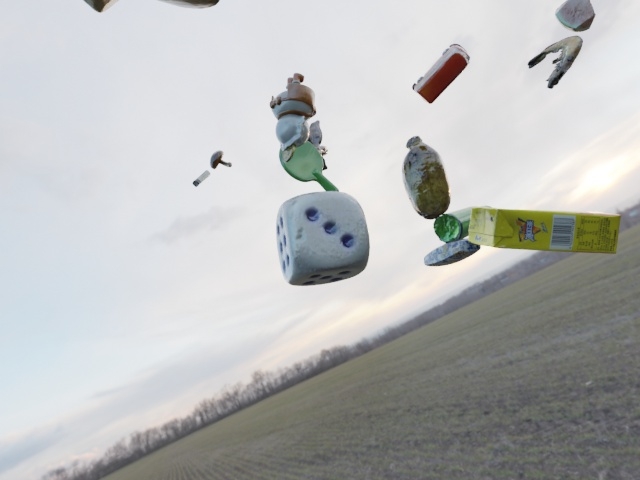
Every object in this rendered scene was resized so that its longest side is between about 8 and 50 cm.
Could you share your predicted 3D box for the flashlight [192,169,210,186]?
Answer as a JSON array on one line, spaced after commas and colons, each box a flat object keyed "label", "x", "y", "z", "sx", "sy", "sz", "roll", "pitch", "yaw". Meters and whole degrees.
[{"label": "flashlight", "x": -0.343, "y": -0.179, "z": 1.290, "sx": 0.018, "sy": 0.018, "sz": 0.083, "roll": -40, "pitch": 15, "yaw": 28}]

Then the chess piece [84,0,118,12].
[{"label": "chess piece", "x": -0.280, "y": -0.496, "z": 0.730, "sx": 0.300, "sy": 0.137, "sz": 0.137, "roll": -62, "pitch": 0, "yaw": -24}]

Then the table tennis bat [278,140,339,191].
[{"label": "table tennis bat", "x": -0.033, "y": -0.245, "z": 1.530, "sx": 0.160, "sy": 0.257, "sz": 0.039, "roll": -50, "pitch": 7, "yaw": -32}]

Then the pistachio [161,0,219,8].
[{"label": "pistachio", "x": -0.336, "y": -0.605, "z": 1.022, "sx": 0.226, "sy": 0.135, "sz": 0.136, "roll": 3, "pitch": -26, "yaw": -20}]

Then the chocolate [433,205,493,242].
[{"label": "chocolate", "x": 0.512, "y": -0.069, "z": 1.540, "sx": 0.291, "sy": 0.110, "sz": 0.110, "roll": -17, "pitch": -17, "yaw": -41}]

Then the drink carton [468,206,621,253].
[{"label": "drink carton", "x": 0.605, "y": -0.030, "z": 1.226, "sx": 0.352, "sy": 0.111, "sz": 0.154, "roll": 2, "pitch": 6, "yaw": -7}]

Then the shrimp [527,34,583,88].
[{"label": "shrimp", "x": 0.640, "y": -0.492, "z": 1.256, "sx": 0.148, "sy": 0.035, "sz": 0.195, "roll": 15, "pitch": 70, "yaw": 56}]

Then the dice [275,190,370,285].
[{"label": "dice", "x": 0.000, "y": 0.000, "z": 1.075, "sx": 0.192, "sy": 0.193, "sz": 0.194, "roll": -5, "pitch": -15, "yaw": -14}]

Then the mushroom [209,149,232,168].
[{"label": "mushroom", "x": -0.439, "y": -0.351, "z": 1.951, "sx": 0.088, "sy": 0.130, "sz": 0.073, "roll": -59, "pitch": -39, "yaw": -17}]

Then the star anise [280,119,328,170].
[{"label": "star anise", "x": -0.046, "y": -0.344, "z": 1.692, "sx": 0.111, "sy": 0.198, "sz": 0.257, "roll": -13, "pitch": 23, "yaw": 33}]

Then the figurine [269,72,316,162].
[{"label": "figurine", "x": -0.087, "y": -0.361, "z": 1.306, "sx": 0.144, "sy": 0.271, "sz": 0.143, "roll": 14, "pitch": -22, "yaw": 6}]

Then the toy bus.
[{"label": "toy bus", "x": 0.350, "y": -0.476, "z": 1.283, "sx": 0.174, "sy": 0.079, "sz": 0.077, "roll": -45, "pitch": 17, "yaw": 27}]

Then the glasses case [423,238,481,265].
[{"label": "glasses case", "x": 0.410, "y": 0.041, "z": 1.413, "sx": 0.087, "sy": 0.065, "sz": 0.248, "roll": -7, "pitch": -11, "yaw": -17}]

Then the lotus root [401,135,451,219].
[{"label": "lotus root", "x": 0.306, "y": -0.190, "z": 1.324, "sx": 0.129, "sy": 0.260, "sz": 0.145, "roll": -11, "pitch": -6, "yaw": -9}]

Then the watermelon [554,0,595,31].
[{"label": "watermelon", "x": 0.604, "y": -0.531, "z": 1.048, "sx": 0.092, "sy": 0.084, "sz": 0.072, "roll": -32, "pitch": 1, "yaw": -38}]
